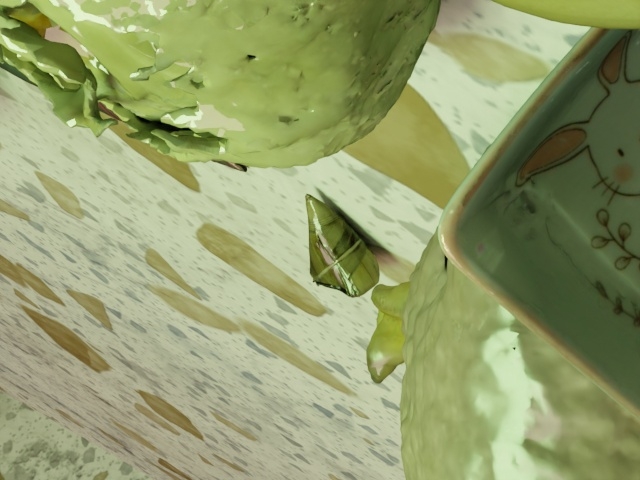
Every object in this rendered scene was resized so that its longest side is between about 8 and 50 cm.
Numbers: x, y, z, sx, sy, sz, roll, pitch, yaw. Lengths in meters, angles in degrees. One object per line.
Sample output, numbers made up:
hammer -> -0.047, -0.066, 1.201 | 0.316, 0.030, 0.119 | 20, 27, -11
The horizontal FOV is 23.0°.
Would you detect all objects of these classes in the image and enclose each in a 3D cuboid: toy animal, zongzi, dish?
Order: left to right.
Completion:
zongzi -> 0.000, 0.000, 1.100 | 0.083, 0.040, 0.076 | 51, 165, -16
toy animal -> 0.135, 0.111, 0.799 | 0.188, 0.358, 0.226 | -7, -171, -8
dish -> 0.167, 0.003, 0.637 | 0.234, 0.154, 0.064 | 39, -174, -16

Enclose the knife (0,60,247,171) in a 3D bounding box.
knife -> -0.157, -0.103, 1.140 | 0.247, 0.018, 0.035 | 25, 158, 20

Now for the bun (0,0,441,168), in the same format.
bun -> -0.075, -0.124, 0.692 | 0.259, 0.152, 0.259 | 33, 163, 12

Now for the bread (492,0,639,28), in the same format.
bread -> 0.073, -0.145, 0.430 | 0.213, 0.104, 0.213 | 28, 160, 12
